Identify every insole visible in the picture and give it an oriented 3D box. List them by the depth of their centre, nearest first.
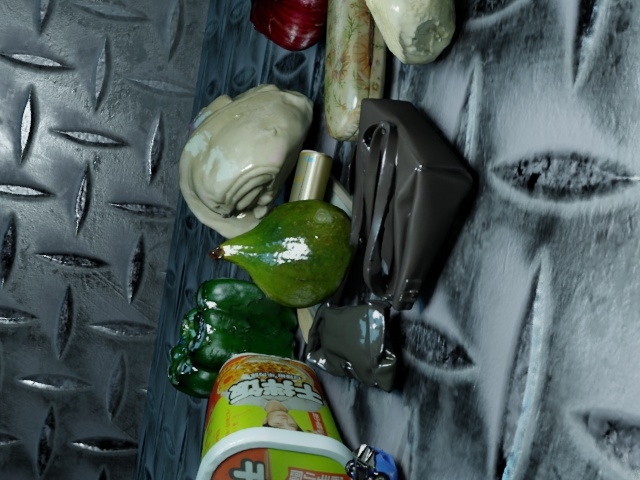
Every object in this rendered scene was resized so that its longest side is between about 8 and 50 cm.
[{"bbox_3d":[-0.025,0.158,1.690,0.248,0.011,0.081,-111,35,-54],"label":"insole"}]

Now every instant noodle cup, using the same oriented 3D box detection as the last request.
[{"bbox_3d":[-0.091,0.362,1.453,0.308,0.293,0.294,-108,32,-64],"label":"instant noodle cup"}]

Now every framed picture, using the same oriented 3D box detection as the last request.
[{"bbox_3d":[0.000,0.000,1.657,0.335,0.022,0.248,-122,47,-63],"label":"framed picture"}]

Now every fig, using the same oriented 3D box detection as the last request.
[{"bbox_3d":[-0.072,0.010,1.463,0.203,0.235,0.203,-165,90,-77],"label":"fig"}]

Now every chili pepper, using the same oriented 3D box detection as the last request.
[{"bbox_3d":[-0.178,0.219,1.740,0.249,0.256,0.233,120,156,-44],"label":"chili pepper"}]

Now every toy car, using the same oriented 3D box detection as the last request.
[{"bbox_3d":[0.076,0.410,1.220,0.103,0.063,0.216,-179,92,-71],"label":"toy car"}]

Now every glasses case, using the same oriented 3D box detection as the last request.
[{"bbox_3d":[0.066,-0.388,1.532,0.156,0.097,0.426,144,131,-67],"label":"glasses case"}]

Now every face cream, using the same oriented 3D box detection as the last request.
[{"bbox_3d":[-0.039,-0.032,1.634,0.139,0.067,0.285,-124,48,-85],"label":"face cream"}]

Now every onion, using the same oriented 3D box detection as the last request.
[{"bbox_3d":[-0.066,-0.568,1.780,0.314,0.232,0.314,-173,90,-72],"label":"onion"}]

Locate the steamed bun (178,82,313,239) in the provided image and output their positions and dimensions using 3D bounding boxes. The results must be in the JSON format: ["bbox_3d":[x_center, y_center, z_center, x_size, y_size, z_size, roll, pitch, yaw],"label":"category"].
[{"bbox_3d":[-0.180,-0.188,1.816,0.339,0.247,0.352,118,175,-49],"label":"steamed bun"}]

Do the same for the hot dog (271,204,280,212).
[{"bbox_3d":[-0.077,-0.019,1.761,0.038,0.062,0.144,-42,37,24],"label":"hot dog"}]

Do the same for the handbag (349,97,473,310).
[{"bbox_3d":[0.112,-0.061,1.262,0.285,0.113,0.257,-115,31,-57],"label":"handbag"}]

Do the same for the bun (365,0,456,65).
[{"bbox_3d":[0.137,-0.376,1.259,0.221,0.134,0.220,62,-177,-5],"label":"bun"}]

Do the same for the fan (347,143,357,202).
[{"bbox_3d":[0.055,-0.095,1.368,0.085,0.005,0.133,-62,-22,-55],"label":"fan"}]

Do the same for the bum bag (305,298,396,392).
[{"bbox_3d":[0.055,0.162,1.374,0.326,0.079,0.142,179,91,-67],"label":"bum bag"}]
